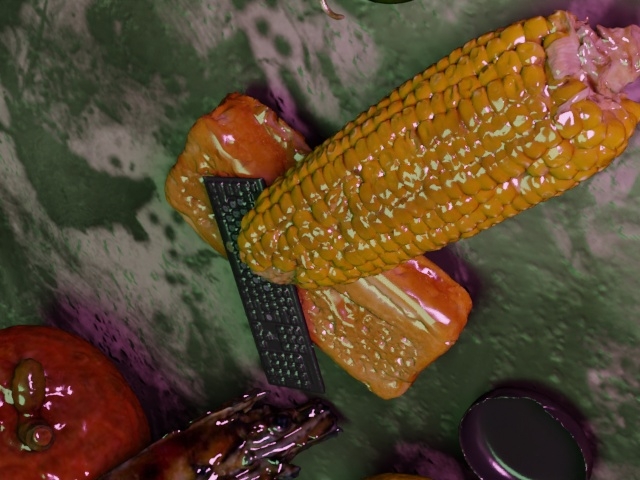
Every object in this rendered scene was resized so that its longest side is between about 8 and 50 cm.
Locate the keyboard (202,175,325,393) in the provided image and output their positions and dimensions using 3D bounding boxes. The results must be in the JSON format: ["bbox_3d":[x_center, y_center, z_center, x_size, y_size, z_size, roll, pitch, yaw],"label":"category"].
[{"bbox_3d":[-0.044,0.037,0.967,0.063,0.010,0.198,3,120,35],"label":"keyboard"}]

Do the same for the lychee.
[{"bbox_3d":[-0.296,0.212,1.237,0.255,0.255,0.300,35,164,14],"label":"lychee"}]

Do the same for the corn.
[{"bbox_3d":[0.076,-0.054,0.815,0.322,0.119,0.119,-25,102,29],"label":"corn"}]

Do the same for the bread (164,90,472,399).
[{"bbox_3d":[-0.001,0.001,0.973,0.271,0.077,0.139,42,136,7],"label":"bread"}]

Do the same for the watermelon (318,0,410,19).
[{"bbox_3d":[0.043,-0.200,0.776,0.109,0.109,0.109,21,130,27],"label":"watermelon"}]

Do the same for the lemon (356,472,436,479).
[{"bbox_3d":[0.061,0.298,1.062,0.184,0.184,0.248,57,146,-8],"label":"lemon"}]

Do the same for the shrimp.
[{"bbox_3d":[-0.117,0.295,1.135,0.233,0.365,0.071,57,180,-12],"label":"shrimp"}]

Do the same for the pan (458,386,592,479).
[{"bbox_3d":[0.179,0.215,1.004,0.115,0.040,0.212,4,114,36],"label":"pan"}]
